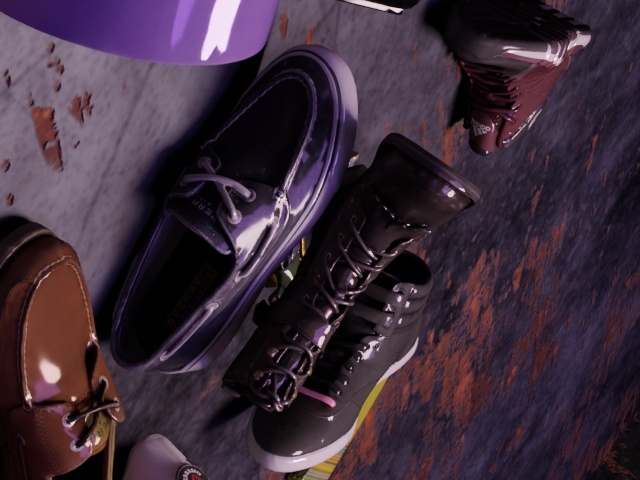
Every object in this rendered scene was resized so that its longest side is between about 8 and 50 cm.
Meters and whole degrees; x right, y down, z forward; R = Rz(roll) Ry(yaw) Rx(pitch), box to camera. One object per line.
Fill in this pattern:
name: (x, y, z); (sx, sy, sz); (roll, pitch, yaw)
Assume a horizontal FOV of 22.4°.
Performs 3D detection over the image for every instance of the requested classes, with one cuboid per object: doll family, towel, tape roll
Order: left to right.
tape roll: (-0.109, -0.176, 0.914); (0.189, 0.189, 0.080); (-24, 138, -54)
doll family: (0.000, 0.000, 1.491); (0.193, 0.076, 0.111); (-34, 128, -36)
towel: (0.041, 0.185, 1.880); (0.237, 0.021, 0.102); (-59, 163, -3)

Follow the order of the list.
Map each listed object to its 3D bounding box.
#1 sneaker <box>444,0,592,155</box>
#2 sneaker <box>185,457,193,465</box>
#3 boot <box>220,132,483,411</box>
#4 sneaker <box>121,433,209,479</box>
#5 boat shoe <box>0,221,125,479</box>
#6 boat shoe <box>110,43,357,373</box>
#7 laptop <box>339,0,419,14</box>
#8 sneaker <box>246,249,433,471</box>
sneaker: (0.183, -0.155, 1.644); (0.281, 0.106, 0.162); (-13, 133, -60)
sneaker: (-0.154, 0.249, 1.521); (0.082, 0.069, 0.209); (-24, 164, 2)
boot: (0.015, 0.041, 1.303); (0.229, 0.091, 0.263); (-58, -171, -17)
sneaker: (-0.204, 0.284, 1.390); (0.330, 0.146, 0.122); (-41, 161, 26)
boat shoe: (-0.193, 0.119, 1.210); (0.110, 0.104, 0.307); (-41, 151, -36)
boat shoe: (-0.077, -0.023, 1.287); (0.301, 0.108, 0.102); (-57, 160, 13)
laptop: (-0.032, -0.367, 0.763); (0.382, 0.236, 0.408); (6, 73, -42)
sneaker: (0.020, 0.107, 1.641); (0.296, 0.104, 0.147); (-43, 151, -46)
